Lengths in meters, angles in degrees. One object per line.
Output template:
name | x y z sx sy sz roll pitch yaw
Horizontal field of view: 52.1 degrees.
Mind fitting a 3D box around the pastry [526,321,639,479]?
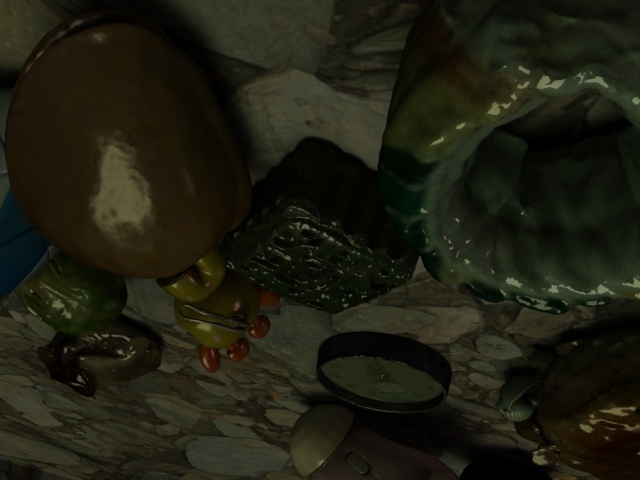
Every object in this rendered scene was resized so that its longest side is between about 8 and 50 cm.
pastry | 0.440 0.218 0.831 0.330 0.136 0.329 9 144 6

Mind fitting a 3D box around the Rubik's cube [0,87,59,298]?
Rubik's cube | -0.352 -0.012 0.710 0.255 0.254 0.254 10 146 6

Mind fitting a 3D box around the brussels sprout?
brussels sprout | -0.347 0.069 0.913 0.155 0.117 0.155 8 156 4

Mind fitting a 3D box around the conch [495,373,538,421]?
conch | 0.297 0.225 0.965 0.056 0.085 0.076 45 164 44

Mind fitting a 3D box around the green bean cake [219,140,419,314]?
green bean cake | 0.000 0.000 0.707 0.173 0.094 0.181 31 144 -25

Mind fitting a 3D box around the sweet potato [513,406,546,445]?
sweet potato | 0.349 0.298 1.056 0.069 0.059 0.249 23 165 29

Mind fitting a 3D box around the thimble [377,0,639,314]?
thimble | 0.170 -0.078 0.468 0.254 0.167 0.288 -7 142 26

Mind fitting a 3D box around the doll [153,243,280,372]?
doll | -0.134 0.075 0.846 0.135 0.143 0.221 23 153 43

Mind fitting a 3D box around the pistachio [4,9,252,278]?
pistachio | -0.184 -0.077 0.602 0.213 0.163 0.260 -22 131 -7

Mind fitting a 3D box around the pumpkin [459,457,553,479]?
pumpkin | 0.363 0.492 1.263 0.194 0.150 0.194 17 -179 0

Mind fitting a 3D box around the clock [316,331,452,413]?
clock | 0.097 0.213 1.031 0.215 0.042 0.215 10 146 7

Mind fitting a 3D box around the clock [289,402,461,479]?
clock | 0.113 0.460 1.204 0.326 0.184 0.342 20 146 40

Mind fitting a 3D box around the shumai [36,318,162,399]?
shumai | -0.382 0.207 1.126 0.201 0.120 0.201 10 143 8
